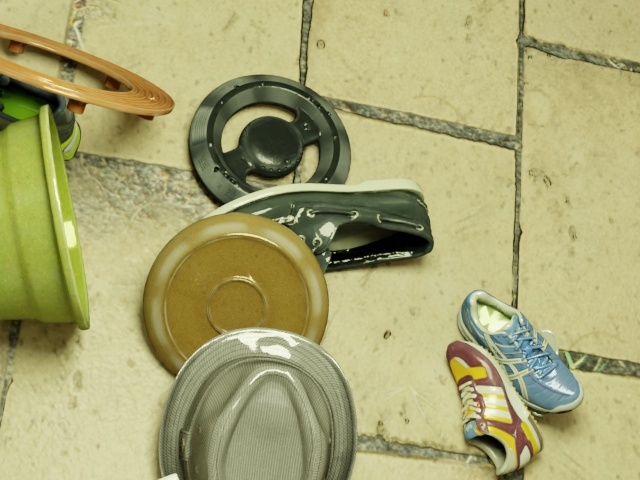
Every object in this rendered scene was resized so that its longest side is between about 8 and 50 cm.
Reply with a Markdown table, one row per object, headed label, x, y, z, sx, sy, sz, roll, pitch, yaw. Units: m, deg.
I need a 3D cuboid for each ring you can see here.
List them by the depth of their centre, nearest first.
| label | x | y | z | sx | sy | sz | roll | pitch | yaw |
| --- | --- | --- | --- | --- | --- | --- | --- | --- | --- |
| ring | -0.348 | -0.217 | 1.708 | 0.336 | 0.336 | 0.032 | 21 | 102 | -5 |

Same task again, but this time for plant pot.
| label | x | y | z | sx | sy | sz | roll | pitch | yaw |
| --- | --- | --- | --- | --- | --- | --- | --- | --- | --- |
| plant pot | -0.424 | -0.006 | 1.598 | 0.253 | 0.276 | 0.276 | -10 | 68 | -8 |
| plant pot | -0.106 | 0.083 | 1.689 | 0.236 | 0.032 | 0.236 | 0 | 94 | -4 |

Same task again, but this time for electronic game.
| label | x | y | z | sx | sy | sz | roll | pitch | yaw |
| --- | --- | --- | --- | --- | --- | --- | --- | --- | --- |
| electronic game | -0.069 | -0.128 | 1.855 | 0.229 | 0.048 | 0.229 | 6 | 65 | -13 |

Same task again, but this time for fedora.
| label | x | y | z | sx | sy | sz | roll | pitch | yaw |
| --- | --- | --- | --- | --- | --- | --- | --- | --- | --- |
| fedora | -0.069 | 0.237 | 1.599 | 0.243 | 0.124 | 0.276 | 14 | 81 | -6 |

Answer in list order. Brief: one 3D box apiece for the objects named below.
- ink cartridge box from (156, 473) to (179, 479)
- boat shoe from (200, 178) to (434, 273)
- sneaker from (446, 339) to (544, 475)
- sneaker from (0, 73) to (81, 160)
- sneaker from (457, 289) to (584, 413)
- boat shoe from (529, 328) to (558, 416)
| label | x | y | z | sx | sy | sz | roll | pitch | yaw |
| --- | --- | --- | --- | --- | --- | --- | --- | --- | --- |
| ink cartridge box | -0.274 | 0.379 | 1.468 | 0.283 | 0.207 | 0.117 | -20 | 74 | -24 |
| boat shoe | -0.001 | 0.002 | 1.769 | 0.340 | 0.127 | 0.113 | -6 | 55 | -28 |
| sneaker | 0.212 | 0.217 | 1.758 | 0.084 | 0.069 | 0.185 | -29 | 75 | -31 |
| sneaker | -0.454 | -0.185 | 1.733 | 0.299 | 0.121 | 0.111 | 9 | 63 | -11 |
| sneaker | 0.259 | 0.147 | 1.773 | 0.080 | 0.081 | 0.211 | -43 | 68 | -15 |
| boat shoe | 0.301 | 0.183 | 1.817 | 0.046 | 0.038 | 0.125 | 1 | 63 | 6 |
